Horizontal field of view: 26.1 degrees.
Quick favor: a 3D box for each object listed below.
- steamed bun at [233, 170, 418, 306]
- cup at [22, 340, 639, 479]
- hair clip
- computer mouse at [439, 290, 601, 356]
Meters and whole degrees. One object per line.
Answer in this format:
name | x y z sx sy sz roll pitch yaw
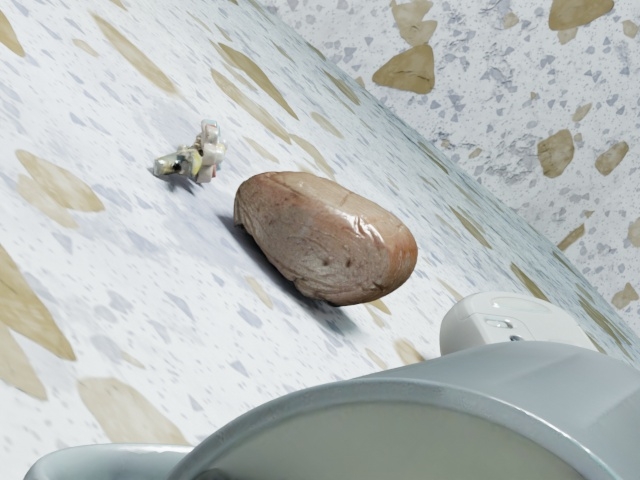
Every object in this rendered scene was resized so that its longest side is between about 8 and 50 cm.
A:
steamed bun | 0.000 0.000 1.362 0.175 0.106 0.145 32 13 15
cup | 0.036 0.159 0.642 0.323 0.236 0.327 15 4 18
hair clip | -0.116 -0.089 1.378 0.056 0.062 0.214 3 10 7
computer mouse | 0.222 0.167 1.443 0.184 0.121 0.297 8 30 -26
